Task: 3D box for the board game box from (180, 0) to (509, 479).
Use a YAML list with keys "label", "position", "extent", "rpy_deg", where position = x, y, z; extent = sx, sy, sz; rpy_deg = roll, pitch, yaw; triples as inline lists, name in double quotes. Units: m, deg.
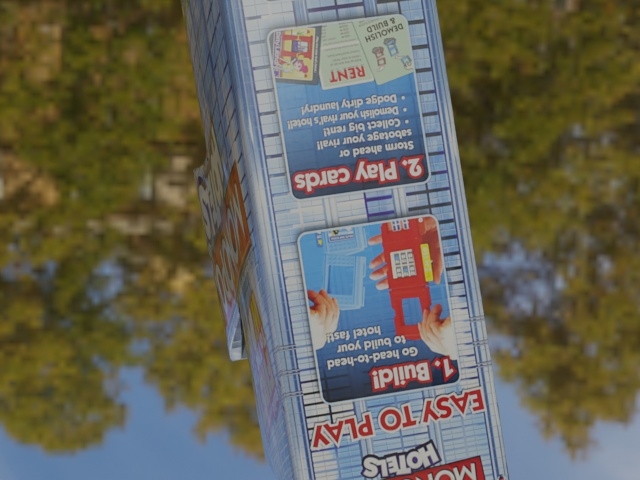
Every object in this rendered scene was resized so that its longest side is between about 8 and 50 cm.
- label: "board game box"
  position: [0.000, 0.000, 0.564]
  extent: [0.060, 0.194, 0.194]
  rpy_deg: [-8, 164, -10]
